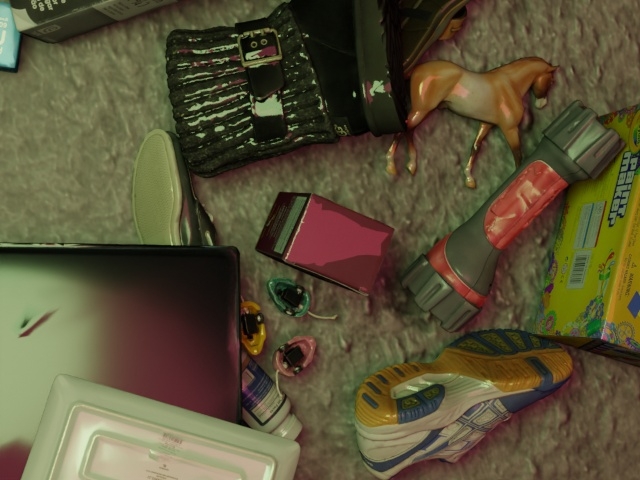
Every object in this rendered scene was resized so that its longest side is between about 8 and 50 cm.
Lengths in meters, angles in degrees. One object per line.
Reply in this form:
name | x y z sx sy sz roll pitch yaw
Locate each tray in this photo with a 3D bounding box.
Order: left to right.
tray | -0.161 0.240 1.097 0.270 0.030 0.145 18 74 -9

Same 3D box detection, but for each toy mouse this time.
toy mouse | -0.044 0.104 1.280 0.143 0.031 0.161 -12 85 -37

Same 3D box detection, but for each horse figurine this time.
horse figurine | 0.166 -0.156 1.312 0.263 0.066 0.175 9 99 -16

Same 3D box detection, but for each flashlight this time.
flashlight | 0.230 -0.027 1.277 0.304 0.103 0.103 -46 70 12

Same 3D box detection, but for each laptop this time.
laptop | -0.290 0.229 1.200 0.381 0.236 0.408 1 135 -13

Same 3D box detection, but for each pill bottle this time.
pill bottle | -0.078 0.192 1.274 0.067 0.067 0.120 -43 101 -7

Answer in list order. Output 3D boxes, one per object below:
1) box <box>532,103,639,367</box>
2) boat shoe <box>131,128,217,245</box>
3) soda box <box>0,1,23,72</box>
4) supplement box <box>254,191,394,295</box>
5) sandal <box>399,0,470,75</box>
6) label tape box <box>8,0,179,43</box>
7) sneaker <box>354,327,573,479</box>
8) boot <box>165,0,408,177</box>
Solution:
box | 0.452 0.016 1.319 0.279 0.177 0.290 17 83 -14
boat shoe | -0.163 -0.014 1.249 0.079 0.084 0.233 -10 89 -50
soda box | -0.432 -0.237 1.165 0.210 0.067 0.071 9 91 -14
supplement box | 0.000 0.000 1.218 0.104 0.188 0.081 23 87 -13
sandal | 0.138 -0.264 1.290 0.219 0.090 0.060 -54 140 -17
label tape box | -0.184 -0.377 1.131 0.333 0.106 0.241 -17 89 7
sneaker | 0.174 0.203 1.329 0.296 0.112 0.131 -12 124 -19
boot | -0.046 -0.251 1.225 0.260 0.131 0.348 -9 66 15
